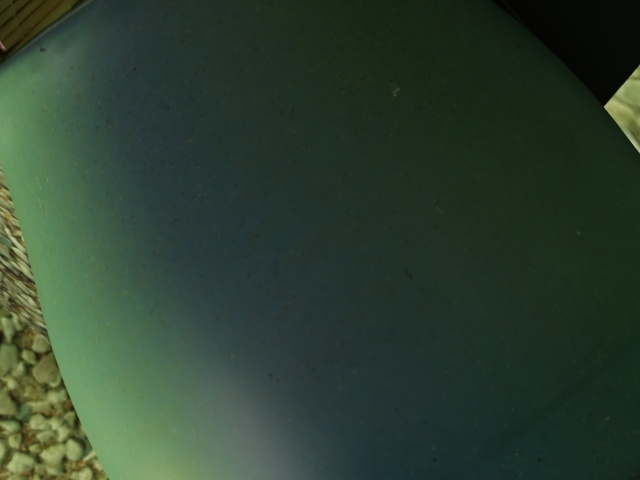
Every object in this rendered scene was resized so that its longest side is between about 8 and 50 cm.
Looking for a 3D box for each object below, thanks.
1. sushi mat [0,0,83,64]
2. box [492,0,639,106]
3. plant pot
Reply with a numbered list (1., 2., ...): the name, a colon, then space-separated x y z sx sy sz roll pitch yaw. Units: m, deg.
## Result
1. sushi mat: -0.111 -0.131 0.840 0.019 0.316 0.151 -17 110 15
2. box: 0.057 -0.137 0.768 0.153 0.108 0.207 46 159 -16
3. plant pot: 0.000 0.000 0.653 0.255 0.271 0.271 57 158 -5
